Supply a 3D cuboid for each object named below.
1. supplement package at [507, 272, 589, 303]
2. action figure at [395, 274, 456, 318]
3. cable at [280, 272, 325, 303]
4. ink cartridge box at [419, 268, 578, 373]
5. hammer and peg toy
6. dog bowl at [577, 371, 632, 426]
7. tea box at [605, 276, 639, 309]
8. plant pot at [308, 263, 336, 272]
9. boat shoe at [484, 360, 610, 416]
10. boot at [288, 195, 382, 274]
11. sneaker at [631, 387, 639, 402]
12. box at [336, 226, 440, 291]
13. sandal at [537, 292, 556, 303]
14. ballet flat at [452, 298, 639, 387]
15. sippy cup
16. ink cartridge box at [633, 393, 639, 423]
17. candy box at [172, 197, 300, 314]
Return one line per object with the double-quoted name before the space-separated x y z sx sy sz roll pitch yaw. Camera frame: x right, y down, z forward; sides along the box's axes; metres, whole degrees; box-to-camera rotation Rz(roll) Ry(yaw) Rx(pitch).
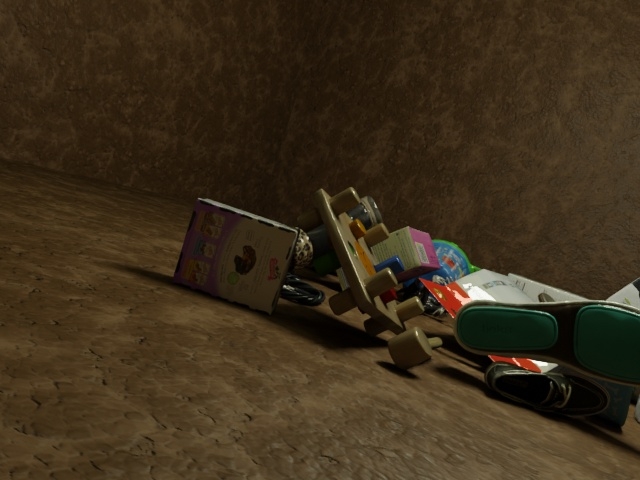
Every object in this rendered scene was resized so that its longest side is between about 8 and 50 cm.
"supplement package" 0.740 0.244 2.060 0.263 0.198 0.199 19 4 18
"action figure" 0.354 0.168 1.796 0.276 0.140 0.164 22 14 25
"cable" -0.056 0.105 1.412 0.151 0.047 0.184 19 3 14
"ink cartridge box" 0.437 0.186 1.412 0.385 0.091 0.308 17 27 -49
"hammer and peg toy" 0.099 0.095 1.154 0.266 0.127 0.361 40 24 -59
"dog bowl" 0.569 0.267 1.225 0.074 0.165 0.297 8 0 19
"tea box" 0.925 0.205 1.438 0.220 0.324 0.329 31 25 -55
"plant pot" 0.040 0.027 2.093 0.180 0.201 0.201 0 12 -27
"boat shoe" 0.399 0.266 1.055 0.220 0.077 0.070 10 3 2
"boot" 0.000 0.000 1.795 0.284 0.138 0.377 -24 -3 -19
"sneaker" 0.706 0.334 1.501 0.122 0.110 0.283 -23 40 -27
"box" 0.195 0.065 1.762 0.243 0.117 0.213 -22 -13 22
"sandal" 0.621 0.198 1.488 0.090 0.060 0.219 28 19 -32
"ballet flat" 0.446 0.172 1.093 0.401 0.139 0.139 5 -1 21
"sippy cup" 0.371 0.126 2.003 0.240 0.305 0.224 56 21 4
"ink cartridge box" 0.681 0.325 1.176 0.067 0.115 0.198 18 4 12
"candy box" -0.155 0.028 1.135 0.196 0.164 0.070 19 5 3
